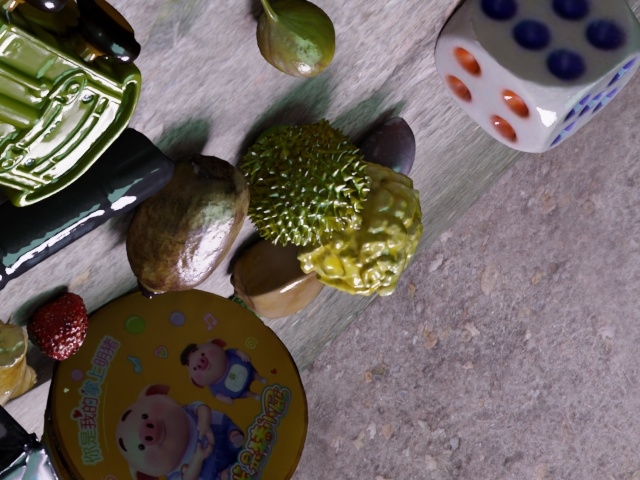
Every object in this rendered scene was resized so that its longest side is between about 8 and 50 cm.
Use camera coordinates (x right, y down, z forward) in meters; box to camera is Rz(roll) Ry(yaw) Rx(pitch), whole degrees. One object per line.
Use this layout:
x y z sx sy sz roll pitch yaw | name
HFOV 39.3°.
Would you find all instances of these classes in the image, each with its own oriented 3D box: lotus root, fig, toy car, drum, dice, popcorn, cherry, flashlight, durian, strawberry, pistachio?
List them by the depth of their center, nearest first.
-0.251 -0.127 0.622 0.200 0.142 0.248 -43 157 7 | toy car
-0.337 0.012 0.936 0.424 0.103 0.103 -35 166 -28 | flashlight
-0.053 -0.244 1.005 0.166 0.093 0.093 21 121 -44 | fig
-0.189 -0.011 1.222 0.145 0.128 0.260 -8 143 -42 | lotus root
-0.367 0.118 1.264 0.083 0.083 0.097 73 39 -76 | strawberry
-0.026 -0.084 1.378 0.200 0.177 0.237 -19 175 -7 | durian
-0.241 0.301 1.476 0.431 0.431 0.214 -32 164 -35 | drum
0.370 -0.314 1.534 0.243 0.259 0.251 -40 167 -10 | dice
0.062 -0.021 1.579 0.249 0.225 0.250 -169 -90 -87 | popcorn
0.131 -0.166 1.709 0.188 0.115 0.148 -31 127 -65 | cherry
-0.046 0.047 1.754 0.260 0.163 0.212 -33 -156 -29 | pistachio

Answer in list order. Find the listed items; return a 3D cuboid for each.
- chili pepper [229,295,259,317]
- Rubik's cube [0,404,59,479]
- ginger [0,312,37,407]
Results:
-0.155 0.149 1.974 0.257 0.074 0.100 -31 163 -41 | chili pepper
-0.444 0.297 0.922 0.310 0.307 0.305 -33 136 -31 | Rubik's cube
-0.480 0.272 1.223 0.375 0.166 0.236 -35 136 14 | ginger
